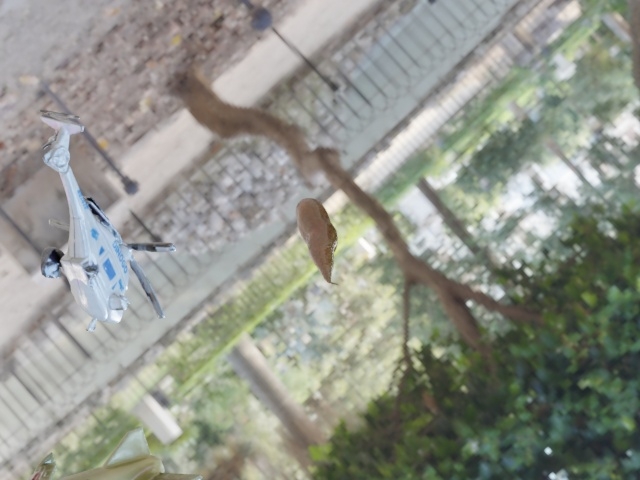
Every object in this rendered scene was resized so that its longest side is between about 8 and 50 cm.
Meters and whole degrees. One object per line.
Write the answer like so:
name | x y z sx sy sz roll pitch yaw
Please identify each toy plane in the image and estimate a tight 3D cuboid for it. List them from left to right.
toy plane | -0.236 0.243 0.935 0.256 0.104 0.242 -30 -160 -27
toy plane | -0.269 -0.008 1.288 0.107 0.182 0.273 -54 162 -39

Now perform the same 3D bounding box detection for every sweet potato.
sweet potato | 0.000 0.000 1.628 0.056 0.056 0.195 -43 -144 20
